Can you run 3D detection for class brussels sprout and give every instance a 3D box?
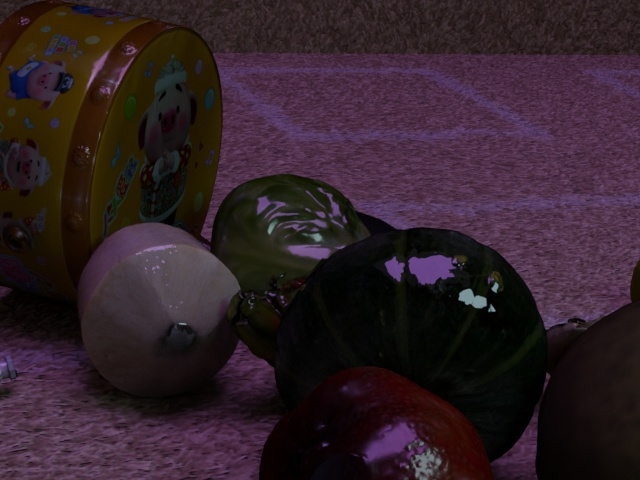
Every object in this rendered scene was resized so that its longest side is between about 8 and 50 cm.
[{"bbox_3d":[-0.039,0.015,1.959,0.244,0.244,0.244,4,20,-2],"label":"brussels sprout"}]

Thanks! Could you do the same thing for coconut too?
[{"bbox_3d":[-0.196,0.087,1.734,0.202,0.202,0.222,-1,17,-15],"label":"coconut"}]

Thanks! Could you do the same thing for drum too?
[{"bbox_3d":[-0.313,-0.112,1.956,0.214,0.431,0.431,12,21,17],"label":"drum"}]

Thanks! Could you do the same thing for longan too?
[{"bbox_3d":[0.366,0.194,1.476,0.289,0.288,0.350,9,12,10],"label":"longan"}]

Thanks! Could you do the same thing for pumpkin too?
[{"bbox_3d":[0.102,0.122,1.546,0.300,0.300,0.207,7,30,7],"label":"pumpkin"}]

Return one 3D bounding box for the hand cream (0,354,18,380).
[{"bbox_3d":[-0.433,0.169,1.683,0.142,0.053,0.084,-14,26,-19],"label":"hand cream"}]

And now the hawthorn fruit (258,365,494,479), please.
[{"bbox_3d":[0.082,0.241,1.379,0.266,0.210,0.230,12,10,-24],"label":"hawthorn fruit"}]

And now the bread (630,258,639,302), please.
[{"bbox_3d":[0.523,0.079,2.060,0.114,0.111,0.129,-1,18,-27],"label":"bread"}]

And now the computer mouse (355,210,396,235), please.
[{"bbox_3d":[0.000,0.000,2.174,0.170,0.100,0.269,18,23,27],"label":"computer mouse"}]

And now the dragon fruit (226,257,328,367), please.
[{"bbox_3d":[0.011,0.095,1.742,0.198,0.269,0.200,-22,39,44],"label":"dragon fruit"}]

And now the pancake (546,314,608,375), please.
[{"bbox_3d":[0.394,0.139,1.737,0.283,0.049,0.282,4,-24,2],"label":"pancake"}]

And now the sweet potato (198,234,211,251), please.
[{"bbox_3d":[-0.216,-0.002,2.182,0.226,0.068,0.068,17,23,30],"label":"sweet potato"}]
